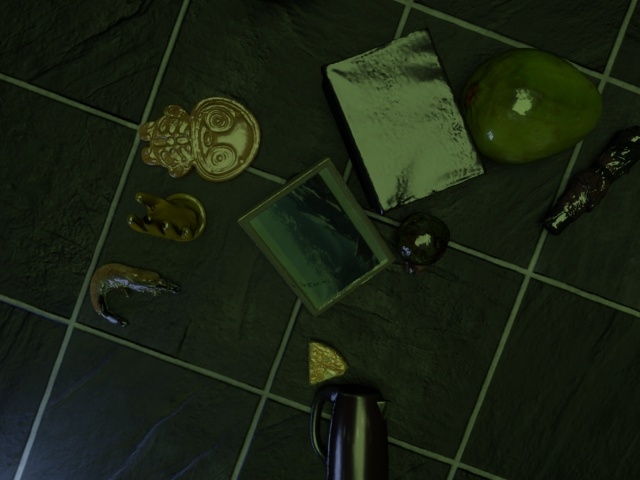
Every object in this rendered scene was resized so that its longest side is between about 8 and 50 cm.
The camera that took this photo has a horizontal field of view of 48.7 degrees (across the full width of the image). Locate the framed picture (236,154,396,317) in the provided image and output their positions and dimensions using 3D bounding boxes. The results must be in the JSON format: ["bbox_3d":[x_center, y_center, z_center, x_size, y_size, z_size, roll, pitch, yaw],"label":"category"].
[{"bbox_3d":[0.000,0.000,1.621,0.247,0.022,0.335,-35,122,1],"label":"framed picture"}]

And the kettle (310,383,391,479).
[{"bbox_3d":[0.072,0.459,1.680,0.201,0.144,0.233,0,86,30],"label":"kettle"}]

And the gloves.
[{"bbox_3d":[-0.331,-0.046,1.558,0.132,0.294,0.116,3,94,0],"label":"gloves"}]

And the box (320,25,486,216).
[{"bbox_3d":[0.177,-0.259,1.594,0.251,0.204,0.345,-22,93,0],"label":"box"}]

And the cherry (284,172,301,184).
[{"bbox_3d":[-0.007,-0.096,1.659,0.188,0.115,0.148,-20,58,-7],"label":"cherry"}]

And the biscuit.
[{"bbox_3d":[-0.286,-0.240,1.676,0.288,0.044,0.202,1,93,-2],"label":"biscuit"}]

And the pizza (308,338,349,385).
[{"bbox_3d":[0.000,0.302,1.712,0.123,0.026,0.109,36,95,-4],"label":"pizza"}]

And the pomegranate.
[{"bbox_3d":[0.225,0.009,1.654,0.125,0.138,0.163,30,124,-11],"label":"pomegranate"}]

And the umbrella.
[{"bbox_3d":[0.645,-0.140,1.660,0.090,0.094,0.326,44,91,12],"label":"umbrella"}]

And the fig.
[{"bbox_3d":[0.474,-0.296,1.581,0.326,0.258,0.258,-1,93,-21],"label":"fig"}]

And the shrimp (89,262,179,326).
[{"bbox_3d":[-0.448,0.136,1.690,0.219,0.046,0.152,8,92,3],"label":"shrimp"}]
